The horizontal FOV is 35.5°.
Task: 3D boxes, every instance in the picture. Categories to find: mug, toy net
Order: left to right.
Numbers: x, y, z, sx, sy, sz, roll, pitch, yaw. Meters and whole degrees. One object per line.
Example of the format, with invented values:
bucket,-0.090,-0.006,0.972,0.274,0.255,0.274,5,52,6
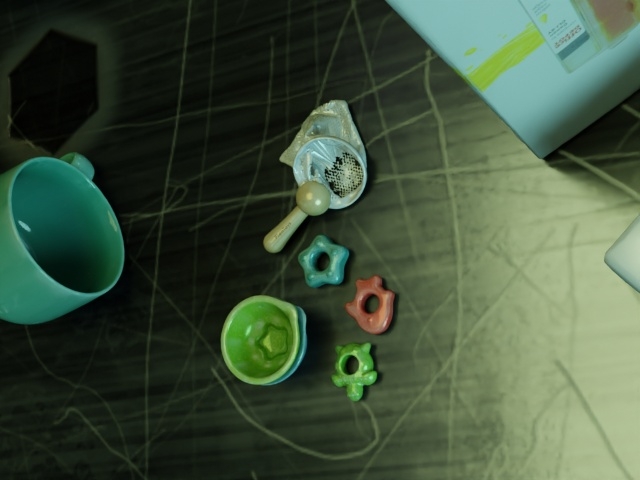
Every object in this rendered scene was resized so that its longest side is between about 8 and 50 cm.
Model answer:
mug,-0.242,0.003,0.862,0.097,0.158,0.129,-26,93,25
toy net,0.000,0.000,0.766,0.122,0.045,0.232,6,83,30

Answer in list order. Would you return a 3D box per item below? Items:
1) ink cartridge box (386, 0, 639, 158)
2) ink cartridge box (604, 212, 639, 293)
ink cartridge box,0.069,-0.244,0.583,0.160,0.385,0.279,-37,65,14
ink cartridge box,0.309,0.024,0.560,0.237,0.100,0.172,43,101,28
